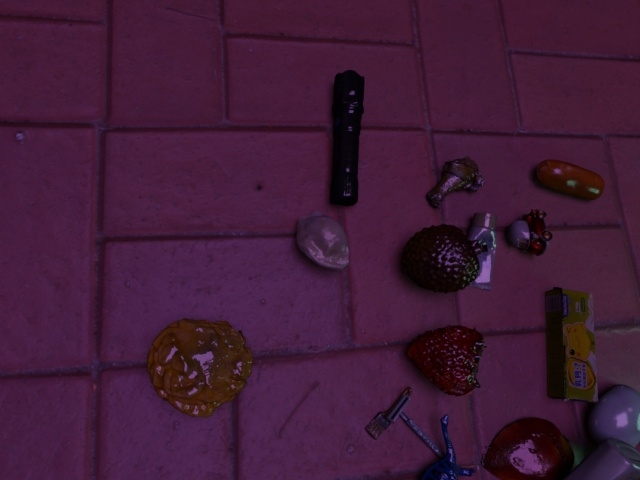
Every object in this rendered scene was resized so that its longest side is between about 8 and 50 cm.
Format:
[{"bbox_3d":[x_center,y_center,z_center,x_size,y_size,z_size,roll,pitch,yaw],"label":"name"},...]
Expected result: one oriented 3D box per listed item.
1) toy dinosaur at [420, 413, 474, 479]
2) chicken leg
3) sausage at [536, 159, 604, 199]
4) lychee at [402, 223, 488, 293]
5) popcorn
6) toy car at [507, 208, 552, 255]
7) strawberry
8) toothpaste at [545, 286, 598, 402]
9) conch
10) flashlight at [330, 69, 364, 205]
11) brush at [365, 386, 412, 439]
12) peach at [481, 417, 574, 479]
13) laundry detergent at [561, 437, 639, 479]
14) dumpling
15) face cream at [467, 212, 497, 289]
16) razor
[{"bbox_3d":[0.318,0.630,1.249,0.145,0.076,0.328,26,82,0],"label":"toy dinosaur"},{"bbox_3d":[0.410,-0.186,1.493,0.196,0.080,0.125,-23,94,-16],"label":"chicken leg"},{"bbox_3d":[0.812,-0.201,1.575,0.239,0.098,0.097,15,73,-9],"label":"sausage"},{"bbox_3d":[0.348,0.049,1.358,0.239,0.200,0.199,-16,79,3],"label":"lychee"},{"bbox_3d":[-0.284,0.300,1.163,0.251,0.190,0.249,7,62,-13],"label":"popcorn"},{"bbox_3d":[0.632,-0.025,1.490,0.112,0.112,0.139,0,65,4],"label":"toy car"},{"bbox_3d":[0.336,0.311,1.298,0.202,0.184,0.186,14,108,14],"label":"strawberry"},{"bbox_3d":[0.737,0.305,1.431,0.111,0.077,0.326,9,74,-12],"label":"toothpaste"},{"bbox_3d":[0.873,0.516,1.396,0.221,0.121,0.184,-38,115,-23],"label":"conch"},{"bbox_3d":[0.075,-0.302,1.443,0.103,0.103,0.423,7,75,-10],"label":"flashlight"},{"bbox_3d":[0.190,0.460,1.307,0.170,0.014,0.043,-42,91,-20],"label":"brush"},{"bbox_3d":[0.581,0.589,1.328,0.280,0.068,0.188,-7,76,-14],"label":"peach"},{"bbox_3d":[0.722,0.655,1.280,0.215,0.105,0.280,23,108,-38],"label":"laundry detergent"},{"bbox_3d":[0.000,0.000,1.339,0.136,0.118,0.199,-15,58,-17],"label":"dumpling"},{"bbox_3d":[0.478,0.031,1.465,0.114,0.070,0.223,12,86,-8],"label":"face cream"},{"bbox_3d":[0.270,0.518,1.298,0.084,0.036,0.211,-44,95,-24],"label":"razor"}]
